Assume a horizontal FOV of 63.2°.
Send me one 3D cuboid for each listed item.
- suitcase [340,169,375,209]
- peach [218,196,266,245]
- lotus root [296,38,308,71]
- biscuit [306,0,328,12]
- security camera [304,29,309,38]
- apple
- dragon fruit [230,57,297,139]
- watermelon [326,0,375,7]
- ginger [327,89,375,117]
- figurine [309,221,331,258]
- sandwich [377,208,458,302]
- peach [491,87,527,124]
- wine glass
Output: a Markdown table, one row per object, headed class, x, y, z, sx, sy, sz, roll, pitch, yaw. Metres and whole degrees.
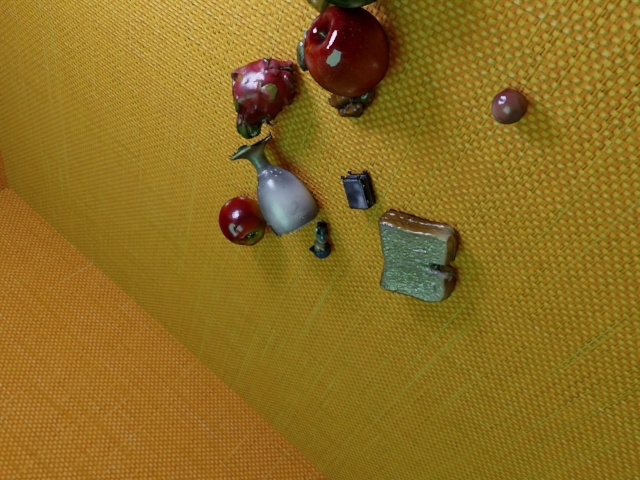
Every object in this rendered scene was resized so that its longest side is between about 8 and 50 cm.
| class | x | y | z | sx | sy | sz | roll | pitch | yaw |
| --- | --- | --- | --- | --- | --- | --- | --- | --- | --- |
| suitcase | 0.121 | -0.159 | 1.658 | 0.086 | 0.059 | 0.126 | 5 | 123 | 41 |
| peach | -0.306 | -0.080 | 2.010 | 0.198 | 0.197 | 0.197 | 23 | 133 | 27 |
| lotus root | -0.042 | -0.540 | 1.520 | 0.049 | 0.054 | 0.099 | 43 | 142 | 40 |
| biscuit | -0.018 | -0.723 | 1.372 | 0.174 | 0.039 | 0.183 | 40 | 137 | 9 |
| security camera | 0.004 | -0.586 | 1.456 | 0.092 | 0.058 | 0.058 | -20 | 106 | 34 |
| apple | 0.067 | -0.485 | 1.340 | 0.218 | 0.201 | 0.218 | -12 | 72 | 39 |
| dragon fruit | -0.174 | -0.442 | 1.633 | 0.201 | 0.198 | 0.269 | -4 | 135 | -7 |
| watermelon | 0.073 | -0.659 | 1.186 | 0.243 | 0.242 | 0.242 | 23 | 133 | 27 |
| ginger | 0.095 | -0.403 | 1.486 | 0.162 | 0.073 | 0.103 | -25 | 102 | 47 |
| figurine | 0.009 | 0.001 | 1.882 | 0.080 | 0.077 | 0.136 | 12 | 119 | -9 |
| sandwich | 0.307 | 0.058 | 1.633 | 0.249 | 0.095 | 0.273 | 15 | 128 | 29 |
| peach | 0.447 | -0.319 | 1.236 | 0.083 | 0.083 | 0.083 | 23 | 133 | 27 |
| wine glass | -0.153 | -0.181 | 1.786 | 0.191 | 0.190 | 0.356 | -19 | 108 | 47 |
